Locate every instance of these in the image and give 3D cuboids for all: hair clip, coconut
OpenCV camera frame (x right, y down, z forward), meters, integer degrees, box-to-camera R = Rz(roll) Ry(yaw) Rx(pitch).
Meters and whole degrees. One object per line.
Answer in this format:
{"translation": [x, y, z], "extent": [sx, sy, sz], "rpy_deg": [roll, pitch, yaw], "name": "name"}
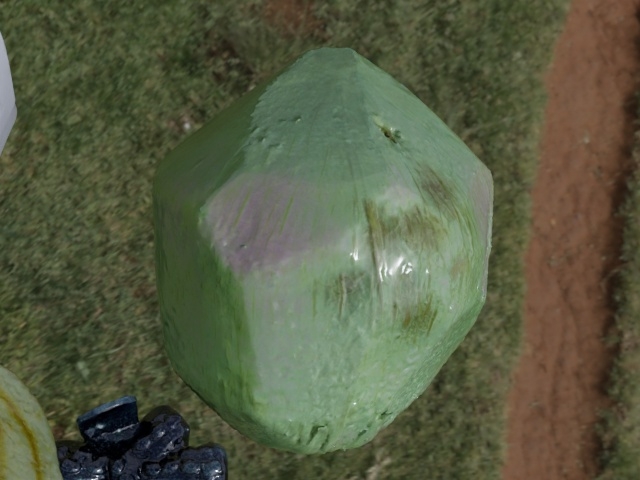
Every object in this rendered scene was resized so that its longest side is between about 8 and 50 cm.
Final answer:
{"translation": [-0.300, 0.361, 1.579], "extent": [0.310, 0.194, 0.206], "rpy_deg": [-17, 67, -17], "name": "hair clip"}
{"translation": [0.000, 0.000, 0.869], "extent": [0.328, 0.281, 0.328], "rpy_deg": [-12, 110, -34], "name": "coconut"}

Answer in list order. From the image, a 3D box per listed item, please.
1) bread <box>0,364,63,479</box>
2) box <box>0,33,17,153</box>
{"translation": [-0.184, 0.119, 0.492], "extent": [0.117, 0.064, 0.156], "rpy_deg": [21, 32, -33], "name": "bread"}
{"translation": [-0.275, -0.056, 0.531], "extent": [0.199, 0.081, 0.135], "rpy_deg": [11, 54, -2], "name": "box"}
